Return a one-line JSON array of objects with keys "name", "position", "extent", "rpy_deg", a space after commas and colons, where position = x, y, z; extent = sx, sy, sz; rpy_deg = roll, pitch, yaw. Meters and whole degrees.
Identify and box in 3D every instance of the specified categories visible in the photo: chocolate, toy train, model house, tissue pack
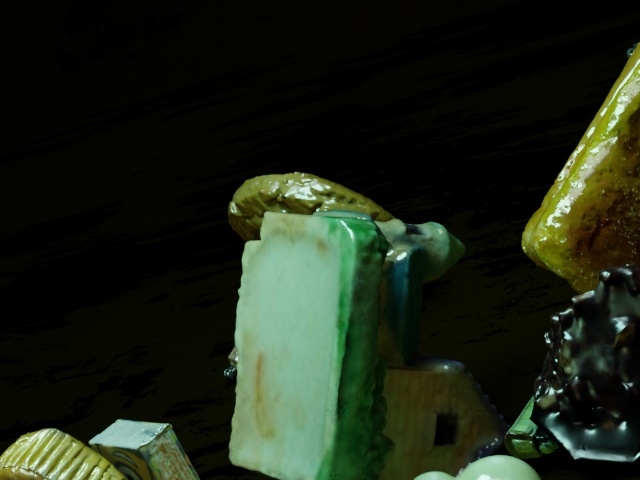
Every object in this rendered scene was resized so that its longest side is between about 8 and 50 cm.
[{"name": "chocolate", "position": [0.321, 0.091, 1.555], "extent": [0.224, 0.177, 0.206], "rpy_deg": [-22, 30, -16]}, {"name": "toy train", "position": [0.263, 0.188, 1.642], "extent": [0.071, 0.038, 0.148], "rpy_deg": [-8, 25, 38]}, {"name": "model house", "position": [0.074, 0.126, 1.658], "extent": [0.280, 0.312, 0.245], "rpy_deg": [7, -3, -33]}, {"name": "tissue pack", "position": [-0.198, 0.288, 1.771], "extent": [0.108, 0.148, 0.060], "rpy_deg": [-2, 31, 48]}]

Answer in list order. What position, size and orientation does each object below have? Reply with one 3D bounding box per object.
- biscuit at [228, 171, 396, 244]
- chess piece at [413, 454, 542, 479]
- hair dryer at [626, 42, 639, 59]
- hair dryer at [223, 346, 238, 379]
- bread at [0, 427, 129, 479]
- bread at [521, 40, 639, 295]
[{"name": "biscuit", "position": [0.000, 0.001, 2.107], "extent": [0.296, 0.296, 0.075], "rpy_deg": [-4, 53, 44]}, {"name": "chess piece", "position": [0.105, 0.287, 1.454], "extent": [0.251, 0.144, 0.144], "rpy_deg": [-20, 20, 1]}, {"name": "hair dryer", "position": [0.462, -0.145, 1.941], "extent": [0.197, 0.251, 0.089], "rpy_deg": [-15, 12, 31]}, {"name": "hair dryer", "position": [-0.084, 0.128, 2.147], "extent": [0.064, 0.117, 0.182], "rpy_deg": [11, 65, 55]}, {"name": "bread", "position": [-0.312, 0.326, 1.744], "extent": [0.199, 0.199, 0.104], "rpy_deg": [-13, 25, 31]}, {"name": "bread", "position": [0.411, -0.098, 1.812], "extent": [0.380, 0.185, 0.109], "rpy_deg": [-58, 14, -4]}]
